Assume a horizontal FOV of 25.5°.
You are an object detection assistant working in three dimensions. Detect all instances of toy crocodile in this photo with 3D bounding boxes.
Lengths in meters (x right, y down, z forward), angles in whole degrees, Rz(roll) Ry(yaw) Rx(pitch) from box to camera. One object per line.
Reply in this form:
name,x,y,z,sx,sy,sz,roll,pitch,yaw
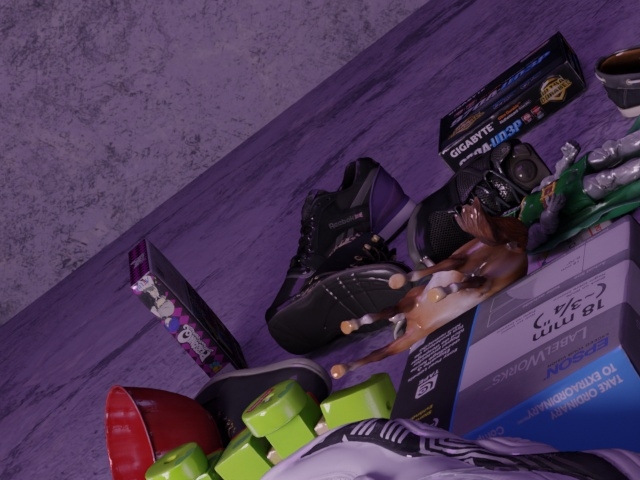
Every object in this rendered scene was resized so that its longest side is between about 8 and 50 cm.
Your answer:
toy crocodile,-0.071,0.230,1.435,0.340,0.115,0.105,-33,9,19

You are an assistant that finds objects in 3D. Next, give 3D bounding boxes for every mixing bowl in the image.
mixing bowl,-0.170,0.243,1.602,0.098,0.181,0.181,-9,0,-25

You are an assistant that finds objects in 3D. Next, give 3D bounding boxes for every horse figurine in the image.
horse figurine,0.113,0.044,1.280,0.174,0.066,0.263,-19,-18,-38

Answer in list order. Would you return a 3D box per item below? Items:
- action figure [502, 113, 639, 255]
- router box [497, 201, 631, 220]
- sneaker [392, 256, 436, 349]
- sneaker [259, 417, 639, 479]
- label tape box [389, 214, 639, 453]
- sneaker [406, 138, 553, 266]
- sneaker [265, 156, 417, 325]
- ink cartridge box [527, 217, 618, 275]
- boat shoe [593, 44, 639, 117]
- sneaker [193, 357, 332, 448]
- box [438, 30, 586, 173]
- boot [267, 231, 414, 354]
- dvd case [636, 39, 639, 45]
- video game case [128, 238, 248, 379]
action figure,0.237,-0.048,1.292,0.232,0.063,0.137,-39,23,48
router box,0.241,-0.006,1.489,0.179,0.046,0.133,-26,20,45
sneaker,0.111,0.077,1.530,0.086,0.064,0.192,-35,17,0
sneaker,0.049,0.211,0.895,0.365,0.137,0.210,-4,13,41
label tape box,0.166,0.143,1.089,0.240,0.106,0.334,-34,14,26
sneaker,0.190,-0.048,1.676,0.227,0.087,0.130,-44,7,-40
sneaker,0.000,0.000,1.950,0.283,0.124,0.107,-47,14,-25
ink cartridge box,0.241,0.031,1.327,0.198,0.067,0.115,-37,13,12
boat shoe,0.410,-0.207,1.617,0.084,0.079,0.233,-46,16,-31
sneaker,-0.096,0.211,1.622,0.222,0.083,0.118,-27,19,39
box,0.269,-0.193,2.005,0.220,0.051,0.175,-36,14,18
boot,0.053,0.042,1.762,0.236,0.085,0.178,-28,16,43
dvd case,0.434,-0.251,1.827,0.087,0.013,0.119,-24,20,48
video game case,-0.178,0.104,1.915,0.042,0.210,0.232,-40,14,0
